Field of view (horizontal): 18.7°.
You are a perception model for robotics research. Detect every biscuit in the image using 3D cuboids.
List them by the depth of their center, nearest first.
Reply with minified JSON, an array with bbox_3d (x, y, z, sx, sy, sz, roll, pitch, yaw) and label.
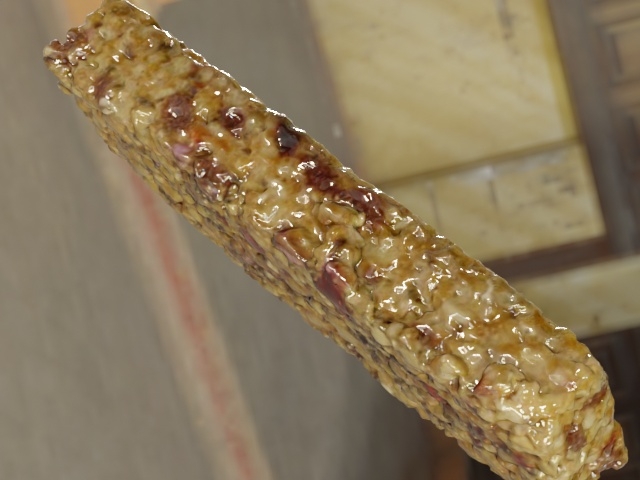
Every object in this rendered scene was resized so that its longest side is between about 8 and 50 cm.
[{"bbox_3d":[0.000,0.000,0.543,0.199,0.034,0.064,37,-14,29],"label":"biscuit"}]
